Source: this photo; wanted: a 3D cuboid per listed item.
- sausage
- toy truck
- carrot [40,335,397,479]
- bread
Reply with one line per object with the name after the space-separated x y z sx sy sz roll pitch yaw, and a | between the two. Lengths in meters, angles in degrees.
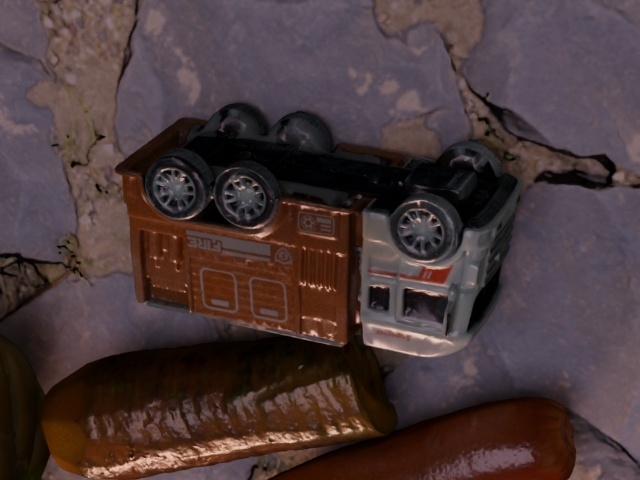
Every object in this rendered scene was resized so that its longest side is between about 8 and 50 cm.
0.075 0.201 1.390 0.300 0.083 0.089 -23 138 24 | sausage
0.000 0.000 1.331 0.305 0.136 0.162 11 117 19 | toy truck
-0.090 0.138 1.418 0.301 0.114 0.114 -12 103 20 | carrot
-0.304 0.174 1.475 0.158 0.156 0.261 24 140 18 | bread
